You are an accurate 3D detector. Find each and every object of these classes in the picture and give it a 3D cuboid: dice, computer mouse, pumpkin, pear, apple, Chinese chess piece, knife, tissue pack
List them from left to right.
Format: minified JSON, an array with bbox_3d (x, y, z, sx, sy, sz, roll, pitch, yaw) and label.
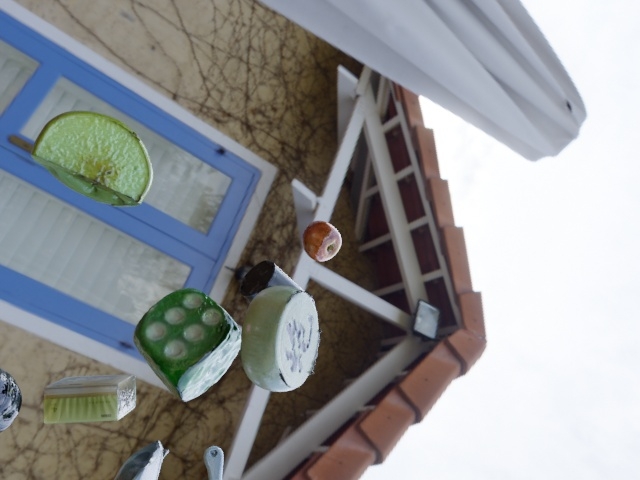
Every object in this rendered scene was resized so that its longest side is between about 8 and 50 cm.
[{"bbox_3d":[-0.882,0.414,1.372,0.220,0.220,0.162,-45,-138,32],"label":"pumpkin"},{"bbox_3d":[-0.720,0.495,1.696,0.159,0.234,0.125,93,-5,-87],"label":"tissue pack"},{"bbox_3d":[-0.704,-0.256,1.718,0.318,0.342,0.238,-7,-121,65],"label":"pear"},{"bbox_3d":[-0.526,0.682,1.571,0.379,0.090,0.167,-2,106,-87],"label":"computer mouse"},{"bbox_3d":[-0.471,0.367,1.931,0.297,0.287,0.300,-41,159,-26],"label":"dice"},{"bbox_3d":[-0.376,0.895,1.889,0.044,0.080,0.331,123,-36,-58],"label":"knife"},{"bbox_3d":[-0.126,0.326,1.805,0.146,0.349,0.349,0,-125,23],"label":"Chinese chess piece"},{"bbox_3d":[0.000,0.000,2.146,0.139,0.163,0.163,36,-84,37],"label":"apple"}]

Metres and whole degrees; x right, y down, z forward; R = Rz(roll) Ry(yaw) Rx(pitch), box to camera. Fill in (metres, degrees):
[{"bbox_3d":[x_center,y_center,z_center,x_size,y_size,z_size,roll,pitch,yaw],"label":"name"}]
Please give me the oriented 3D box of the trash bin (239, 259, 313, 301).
[{"bbox_3d":[-0.194,0.247,2.408,0.203,0.301,0.252,-44,-145,0],"label":"trash bin"}]
